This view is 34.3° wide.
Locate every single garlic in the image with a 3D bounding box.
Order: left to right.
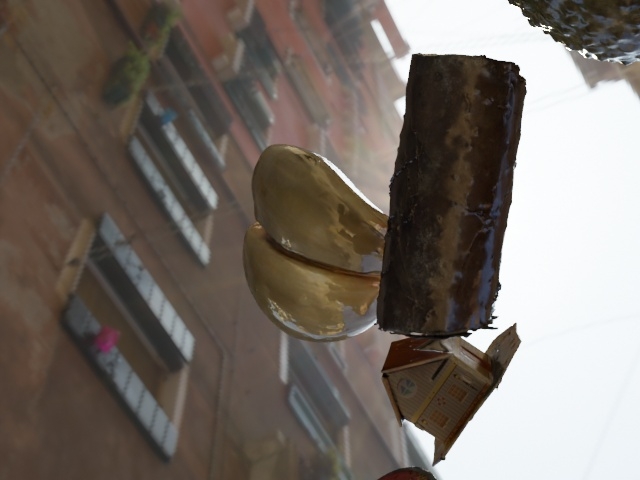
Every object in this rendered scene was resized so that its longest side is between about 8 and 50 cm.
[{"bbox_3d":[0.000,0.000,1.659,0.249,0.313,0.286,-54,170,-45],"label":"garlic"}]

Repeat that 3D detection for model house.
[{"bbox_3d":[0.158,0.168,1.409,0.207,0.136,0.219,-58,179,14],"label":"model house"}]

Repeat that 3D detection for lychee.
[{"bbox_3d":[0.300,-0.314,1.092,0.274,0.255,0.255,5,-143,14],"label":"lychee"}]

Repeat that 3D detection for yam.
[{"bbox_3d":[0.129,-0.042,1.014,0.131,0.280,0.131,6,-168,-1],"label":"yam"}]

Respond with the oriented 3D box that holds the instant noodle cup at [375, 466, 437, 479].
[{"bbox_3d":[0.116,0.353,0.983,0.193,0.212,0.193,-43,-163,17],"label":"instant noodle cup"}]
